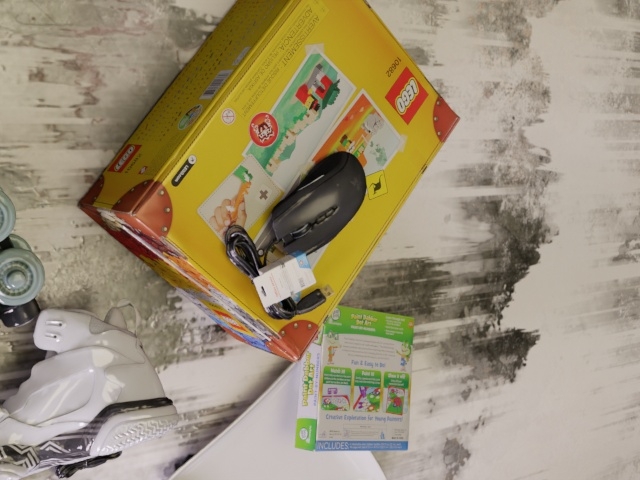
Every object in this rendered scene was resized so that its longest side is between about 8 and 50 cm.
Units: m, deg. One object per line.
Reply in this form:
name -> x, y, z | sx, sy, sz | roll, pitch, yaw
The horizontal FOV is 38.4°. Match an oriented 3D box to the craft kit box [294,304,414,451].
craft kit box -> 0.066, 0.244, 1.622 | 0.249, 0.061, 0.247 | 14, 80, -45

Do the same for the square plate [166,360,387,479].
square plate -> -0.070, 0.419, 1.596 | 0.344, 0.049, 0.347 | -41, 118, -25

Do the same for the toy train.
toy train -> -0.492, -0.016, 1.183 | 0.190, 0.142, 0.334 | -26, 113, -18

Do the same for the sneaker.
sneaker -> -0.396, 0.214, 1.272 | 0.365, 0.137, 0.210 | -15, 82, -11

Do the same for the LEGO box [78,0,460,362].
LEGO box -> -0.061, -0.128, 1.437 | 0.372, 0.193, 0.500 | 45, 71, -32

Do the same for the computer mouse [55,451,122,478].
computer mouse -> -0.350, 0.254, 1.371 | 0.106, 0.042, 0.193 | -10, 102, -34

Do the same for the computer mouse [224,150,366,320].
computer mouse -> 0.000, 0.000, 1.341 | 0.262, 0.060, 0.184 | -38, 116, -25

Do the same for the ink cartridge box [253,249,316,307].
ink cartridge box -> -0.054, 0.054, 1.282 | 0.083, 0.028, 0.048 | -26, 108, -17
